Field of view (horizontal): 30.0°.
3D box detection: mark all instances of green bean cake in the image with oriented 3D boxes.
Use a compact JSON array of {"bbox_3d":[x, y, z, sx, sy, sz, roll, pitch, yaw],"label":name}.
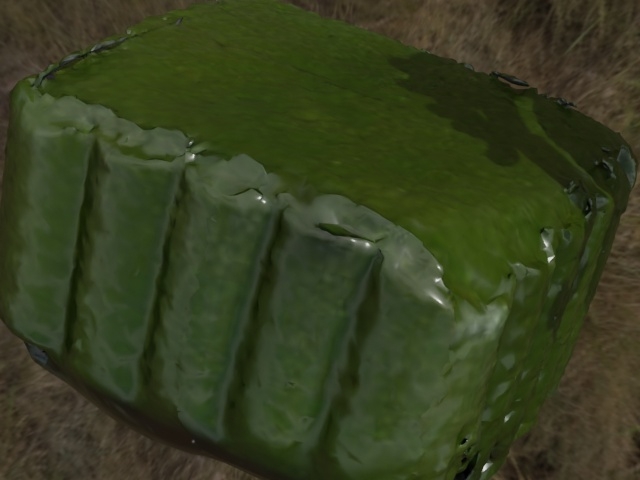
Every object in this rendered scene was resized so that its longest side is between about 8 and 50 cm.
[{"bbox_3d":[0.000,0.000,0.748,0.319,0.335,0.218,26,119,21],"label":"green bean cake"}]
